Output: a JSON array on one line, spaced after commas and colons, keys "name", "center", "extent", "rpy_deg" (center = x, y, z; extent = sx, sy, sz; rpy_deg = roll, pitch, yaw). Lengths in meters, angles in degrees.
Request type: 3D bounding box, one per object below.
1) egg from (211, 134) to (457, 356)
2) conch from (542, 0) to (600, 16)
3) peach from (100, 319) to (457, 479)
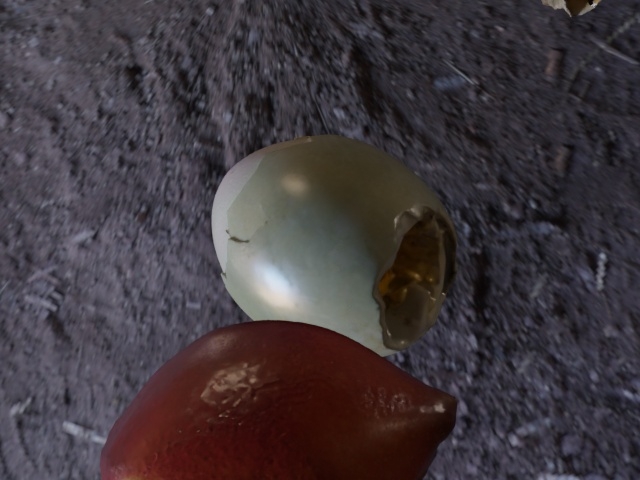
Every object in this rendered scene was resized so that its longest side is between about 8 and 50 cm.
[{"name": "egg", "center": [0.000, 0.000, 1.662], "extent": [0.336, 0.278, 0.278], "rpy_deg": [22, 104, 30]}, {"name": "conch", "center": [0.178, -0.277, 0.892], "extent": [0.210, 0.159, 0.291], "rpy_deg": [-32, 60, 30]}, {"name": "peach", "center": [-0.060, 0.192, 1.206], "extent": [0.362, 0.257, 0.201], "rpy_deg": [-29, 117, 16]}]
